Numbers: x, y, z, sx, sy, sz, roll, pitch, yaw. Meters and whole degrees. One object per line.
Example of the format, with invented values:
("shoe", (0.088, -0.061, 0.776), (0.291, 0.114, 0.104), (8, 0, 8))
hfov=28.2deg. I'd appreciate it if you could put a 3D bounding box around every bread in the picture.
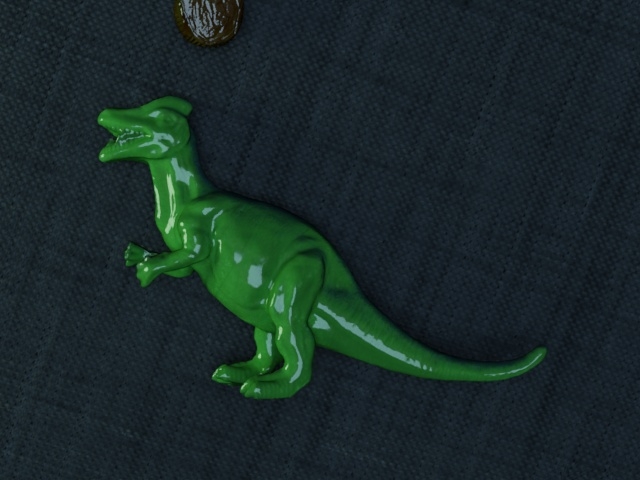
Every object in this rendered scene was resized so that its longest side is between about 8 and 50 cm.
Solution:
("bread", (-0.131, -0.267, 1.496), (0.085, 0.053, 0.085), (-1, 94, -15))

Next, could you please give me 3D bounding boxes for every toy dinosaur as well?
("toy dinosaur", (0.000, 0.000, 1.518), (0.500, 0.144, 0.374), (-6, 85, -5))
